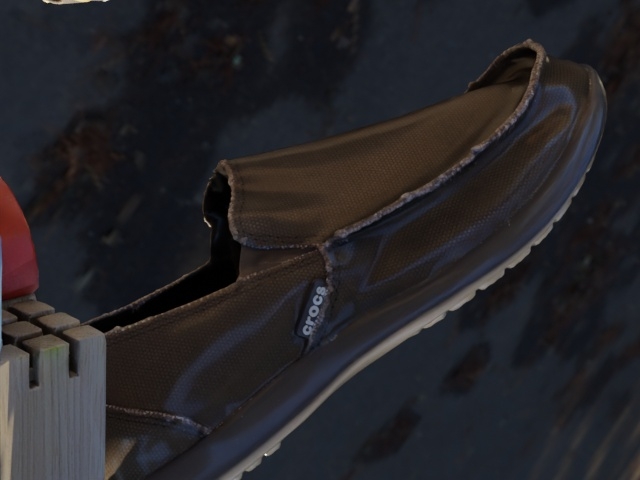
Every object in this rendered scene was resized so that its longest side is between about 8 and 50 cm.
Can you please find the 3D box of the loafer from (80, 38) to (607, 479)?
[{"bbox_3d":[0.000,0.000,0.813,0.366,0.130,0.134,-40,-169,-12],"label":"loafer"}]

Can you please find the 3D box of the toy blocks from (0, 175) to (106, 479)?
[{"bbox_3d":[-0.213,0.019,0.640,0.190,0.381,0.261,-13,114,-42],"label":"toy blocks"}]

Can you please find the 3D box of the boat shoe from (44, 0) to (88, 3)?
[{"bbox_3d":[-0.192,-0.229,1.126,0.096,0.117,0.324,-31,177,13],"label":"boat shoe"}]
